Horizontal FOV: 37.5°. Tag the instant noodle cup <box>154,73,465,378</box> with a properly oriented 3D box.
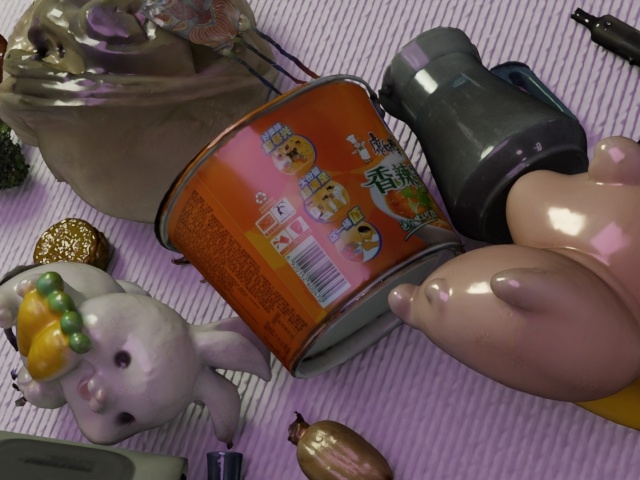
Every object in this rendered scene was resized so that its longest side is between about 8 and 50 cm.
[{"bbox_3d":[0.000,0.000,1.014,0.296,0.296,0.214,-38,73,3],"label":"instant noodle cup"}]

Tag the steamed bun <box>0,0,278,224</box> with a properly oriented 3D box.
[{"bbox_3d":[-0.246,-0.217,1.175,0.339,0.247,0.352,23,79,20],"label":"steamed bun"}]

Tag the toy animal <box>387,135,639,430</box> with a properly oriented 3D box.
[{"bbox_3d":[0.236,0.025,0.901,0.277,0.345,0.247,22,90,58],"label":"toy animal"}]

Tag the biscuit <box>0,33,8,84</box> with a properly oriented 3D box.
[{"bbox_3d":[-0.532,-0.232,1.394,0.192,0.049,0.192,-7,72,24],"label":"biscuit"}]

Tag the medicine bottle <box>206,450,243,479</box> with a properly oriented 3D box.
[{"bbox_3d":[-0.110,0.341,1.042,0.090,0.054,0.209,-6,69,17],"label":"medicine bottle"}]

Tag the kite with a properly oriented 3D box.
[{"bbox_3d":[-0.104,-0.237,1.102,0.229,0.016,0.127,35,47,-5],"label":"kite"}]

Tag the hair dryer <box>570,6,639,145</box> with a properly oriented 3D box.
[{"bbox_3d":[0.363,-0.186,1.066,0.195,0.078,0.248,-47,54,-1],"label":"hair dryer"}]

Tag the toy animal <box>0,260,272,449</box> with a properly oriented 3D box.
[{"bbox_3d":[-0.231,0.130,1.070,0.309,0.247,0.183,10,92,37],"label":"toy animal"}]

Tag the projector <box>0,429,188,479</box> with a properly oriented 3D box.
[{"bbox_3d":[-0.278,0.344,0.929,0.249,0.248,0.249,9,108,-1],"label":"projector"}]

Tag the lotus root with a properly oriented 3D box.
[{"bbox_3d":[0.021,0.242,1.027,0.150,0.062,0.073,31,76,25],"label":"lotus root"}]

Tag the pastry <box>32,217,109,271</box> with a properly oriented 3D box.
[{"bbox_3d":[-0.325,0.020,1.228,0.109,0.057,0.097,3,71,19],"label":"pastry"}]

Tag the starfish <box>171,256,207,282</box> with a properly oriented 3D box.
[{"bbox_3d":[-0.140,0.014,1.183,0.091,0.028,0.078,27,88,22],"label":"starfish"}]

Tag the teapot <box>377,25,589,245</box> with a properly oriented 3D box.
[{"bbox_3d":[0.189,-0.126,1.056,0.203,0.171,0.225,-18,55,-22],"label":"teapot"}]

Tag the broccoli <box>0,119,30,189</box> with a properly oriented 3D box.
[{"bbox_3d":[-0.442,-0.159,1.310,0.118,0.122,0.204,-10,51,38],"label":"broccoli"}]
